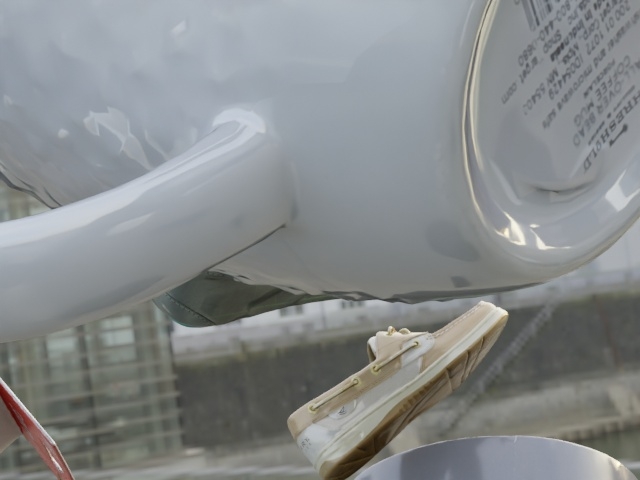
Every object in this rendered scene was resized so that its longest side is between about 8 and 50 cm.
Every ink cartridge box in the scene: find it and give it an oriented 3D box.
[{"bbox_3d":[-0.322,0.156,1.271,0.060,0.239,0.275,-37,-18,-17],"label":"ink cartridge box"}]

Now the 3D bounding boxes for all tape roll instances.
[{"bbox_3d":[0.121,0.220,0.954,0.219,0.072,0.219,0,-36,0],"label":"tape roll"}]

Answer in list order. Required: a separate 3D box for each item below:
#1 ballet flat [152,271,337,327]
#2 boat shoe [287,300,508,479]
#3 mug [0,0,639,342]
[{"bbox_3d":[0.000,0.000,0.783,0.213,0.068,0.072,-12,43,-38],"label":"ballet flat"},{"bbox_3d":[0.051,0.086,0.898,0.170,0.059,0.063,-36,-23,-22],"label":"boat shoe"},{"bbox_3d":[-0.047,-0.090,0.545,0.328,0.276,0.374,25,52,40],"label":"mug"}]
